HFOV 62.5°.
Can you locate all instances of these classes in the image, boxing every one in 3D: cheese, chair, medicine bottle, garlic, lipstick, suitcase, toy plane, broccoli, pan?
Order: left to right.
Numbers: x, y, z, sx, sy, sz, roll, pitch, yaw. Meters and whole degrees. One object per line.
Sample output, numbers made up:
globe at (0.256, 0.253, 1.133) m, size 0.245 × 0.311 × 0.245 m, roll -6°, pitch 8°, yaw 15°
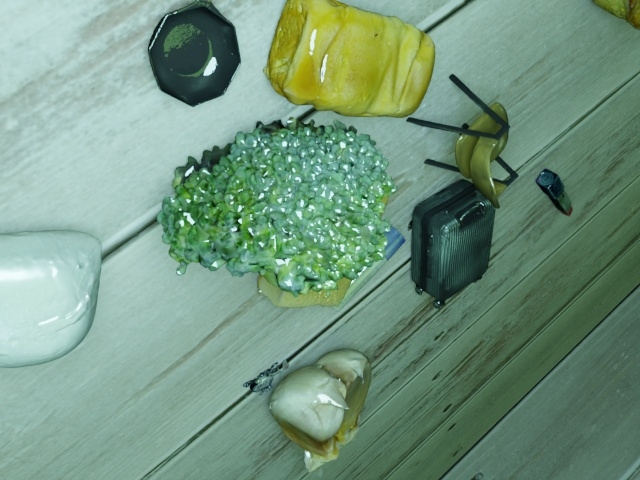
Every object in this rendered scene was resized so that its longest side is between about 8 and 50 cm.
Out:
cheese at (-0.401, 0.077, 0.709) m, size 0.197 × 0.154 × 0.189 m, roll -5°, pitch 106°, yaw -35°
pan at (-0.158, -0.289, 0.723) m, size 0.128 × 0.048 × 0.202 m, roll 20°, pitch 107°, yaw -50°
toy plane at (-0.126, 0.329, 1.261) m, size 0.120 × 0.031 × 0.049 m, roll -27°, pitch 127°, yaw -21°
broccoli at (-0.064, -0.053, 0.793) m, size 0.323 × 0.334 × 0.272 m, roll 30°, pitch 136°, yaw -11°
garlic at (0.016, 0.394, 1.293) m, size 0.285 × 0.249 × 0.313 m, roll -15°, pitch 129°, yaw -13°
medicine bottle at (0.101, 0.064, 1.234) m, size 0.231 × 0.059 × 0.059 m, roll -46°, pitch 140°, yaw -4°
suitcase at (0.332, 0.011, 1.348) m, size 0.202 × 0.128 × 0.312 m, roll -30°, pitch 137°, yaw -21°
chair at (0.319, -0.192, 1.084) m, size 0.172 × 0.247 × 0.159 m, roll -45°, pitch 141°, yaw -6°
lipstick at (0.754, -0.143, 1.677) m, size 0.312 × 0.051 × 0.051 m, roll 25°, pitch 102°, yaw -52°

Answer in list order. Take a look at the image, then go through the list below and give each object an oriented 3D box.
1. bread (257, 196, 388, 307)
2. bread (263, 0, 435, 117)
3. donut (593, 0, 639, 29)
bread at (0.000, 0.000, 1.053) m, size 0.184 × 0.114 × 0.275 m, roll 3°, pitch 118°, yaw -40°
bread at (0.059, -0.288, 0.862) m, size 0.294 × 0.132 × 0.167 m, roll -2°, pitch 115°, yaw -40°
donut at (0.718, -0.671, 1.139) m, size 0.434 × 0.163 × 0.378 m, roll -8°, pitch 127°, yaw -41°
